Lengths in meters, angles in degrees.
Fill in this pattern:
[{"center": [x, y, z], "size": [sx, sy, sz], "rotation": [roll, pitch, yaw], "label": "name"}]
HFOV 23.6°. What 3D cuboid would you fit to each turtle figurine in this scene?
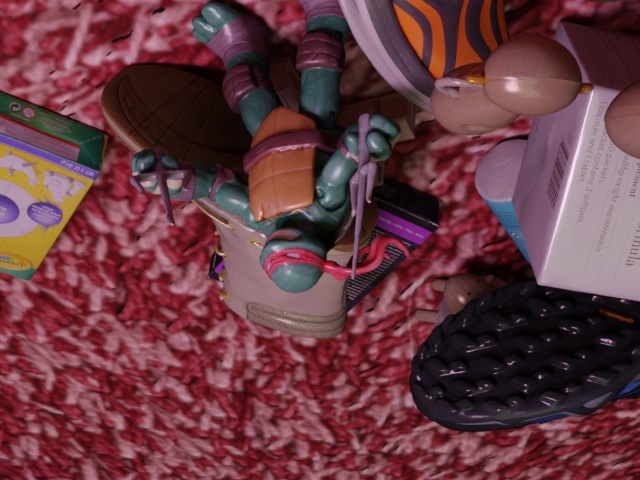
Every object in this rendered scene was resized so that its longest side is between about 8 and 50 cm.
[{"center": [-0.026, -0.054, 0.939], "size": [0.175, 0.234, 0.118], "rotation": [-12, 148, 15], "label": "turtle figurine"}]

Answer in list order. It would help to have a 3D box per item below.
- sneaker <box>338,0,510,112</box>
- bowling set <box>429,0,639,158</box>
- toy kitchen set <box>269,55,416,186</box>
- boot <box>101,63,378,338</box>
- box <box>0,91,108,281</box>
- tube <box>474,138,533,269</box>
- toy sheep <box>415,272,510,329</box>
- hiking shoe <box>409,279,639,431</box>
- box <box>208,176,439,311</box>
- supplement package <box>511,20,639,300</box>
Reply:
[{"center": [0.089, -0.197, 0.838], "size": [0.180, 0.125, 0.321], "rotation": [-12, 139, 22], "label": "sneaker"}, {"center": [0.205, -0.133, 0.796], "size": [0.287, 0.200, 0.154], "rotation": [6, 177, -13], "label": "bowling set"}, {"center": [0.013, -0.082, 1.036], "size": [0.083, 0.068, 0.075], "rotation": [-12, 139, 20], "label": "toy kitchen set"}, {"center": [-0.063, -0.022, 1.081], "size": [0.213, 0.077, 0.165], "rotation": [31, 152, 12], "label": "boot"}, {"center": [-0.242, -0.034, 1.149], "size": [0.105, 0.043, 0.179], "rotation": [21, 141, -18], "label": "box"}, {"center": [0.182, 0.001, 1.143], "size": [0.080, 0.052, 0.207], "rotation": [-16, 142, 25], "label": "tube"}, {"center": [0.129, 0.075, 1.210], "size": [0.091, 0.091, 0.132], "rotation": [-12, 133, 21], "label": "toy sheep"}, {"center": [0.216, 0.088, 1.138], "size": [0.304, 0.113, 0.132], "rotation": [-17, 145, -3], "label": "hiking shoe"}, {"center": [0.000, 0.000, 1.174], "size": [0.116, 0.029, 0.162], "rotation": [24, 137, -20], "label": "box"}, {"center": [0.263, -0.039, 0.976], "size": [0.244, 0.134, 0.139], "rotation": [9, 115, -5], "label": "supplement package"}]
